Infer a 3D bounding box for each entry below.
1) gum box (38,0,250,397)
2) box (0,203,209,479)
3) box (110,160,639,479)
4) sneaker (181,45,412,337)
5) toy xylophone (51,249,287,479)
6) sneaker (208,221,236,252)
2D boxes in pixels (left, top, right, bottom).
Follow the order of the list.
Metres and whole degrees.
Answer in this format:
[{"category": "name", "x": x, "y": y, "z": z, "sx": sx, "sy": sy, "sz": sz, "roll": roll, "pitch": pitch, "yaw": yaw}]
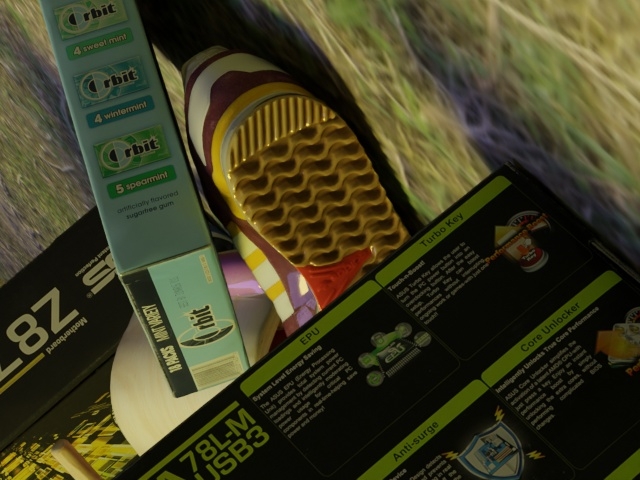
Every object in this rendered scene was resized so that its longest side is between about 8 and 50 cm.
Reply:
[{"category": "gum box", "x": -0.080, "y": -0.043, "z": 0.783, "sx": 0.157, "sy": 0.041, "sz": 0.184, "roll": 80, "pitch": 171, "yaw": -67}, {"category": "box", "x": -0.168, "y": 0.162, "z": 1.208, "sx": 0.097, "sy": 0.318, "sz": 0.395, "roll": 46, "pitch": 166, "yaw": 24}, {"category": "box", "x": 0.048, "y": 0.095, "z": 0.527, "sx": 0.184, "sy": 0.190, "sz": 0.045, "roll": 43, "pitch": 164, "yaw": 30}, {"category": "sneaker", "x": 0.000, "y": 0.000, "z": 0.740, "sx": 0.084, "sy": 0.069, "sz": 0.185, "roll": 49, "pitch": 165, "yaw": 52}, {"category": "toy xylophone", "x": -0.006, "y": 0.143, "z": 0.949, "sx": 0.236, "sy": 0.081, "sz": 0.323, "roll": -1, "pitch": 131, "yaw": 42}, {"category": "sneaker", "x": -0.026, "y": 0.069, "z": 1.030, "sx": 0.211, "sy": 0.080, "sz": 0.081, "roll": 62, "pitch": 179, "yaw": -26}]
